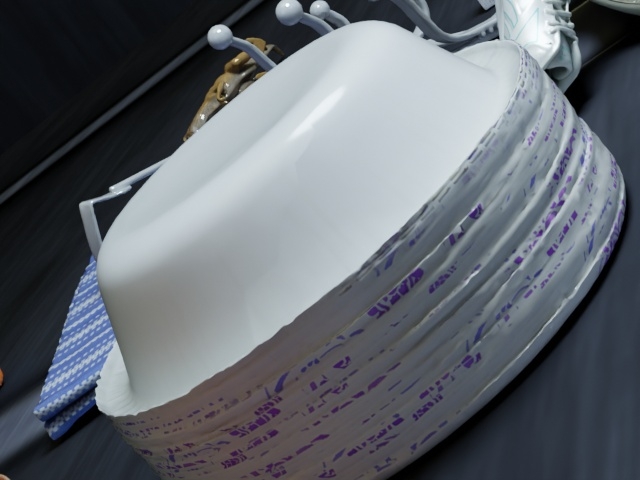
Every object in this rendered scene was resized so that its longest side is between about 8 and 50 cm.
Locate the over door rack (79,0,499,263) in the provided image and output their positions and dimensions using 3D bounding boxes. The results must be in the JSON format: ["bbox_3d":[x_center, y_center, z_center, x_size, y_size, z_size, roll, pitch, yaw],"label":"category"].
[{"bbox_3d":[-0.030,-0.118,1.208,0.324,0.108,0.239,-43,19,-29],"label":"over door rack"}]

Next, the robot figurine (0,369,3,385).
[{"bbox_3d":[-0.380,0.073,1.379,0.128,0.219,0.158,-49,16,-30],"label":"robot figurine"}]

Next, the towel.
[{"bbox_3d":[-0.107,0.018,1.245,0.243,0.040,0.336,-35,17,11],"label":"towel"}]

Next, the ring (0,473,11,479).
[{"bbox_3d":[-0.314,0.279,0.985,0.336,0.032,0.336,-37,16,12],"label":"ring"}]

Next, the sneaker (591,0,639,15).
[{"bbox_3d":[0.201,-0.199,1.023,0.083,0.118,0.222,-58,39,17],"label":"sneaker"}]

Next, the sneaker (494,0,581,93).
[{"bbox_3d":[0.134,-0.123,0.938,0.061,0.054,0.152,3,78,53],"label":"sneaker"}]

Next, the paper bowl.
[{"bbox_3d":[0.000,0.000,0.793,0.284,0.148,0.284,-38,15,12],"label":"paper bowl"}]

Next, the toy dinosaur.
[{"bbox_3d":[-0.087,-0.186,1.724,0.112,0.064,0.211,-23,22,53],"label":"toy dinosaur"}]

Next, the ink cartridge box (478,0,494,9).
[{"bbox_3d":[0.157,-0.235,1.282,0.083,0.048,0.028,-33,16,29],"label":"ink cartridge box"}]
